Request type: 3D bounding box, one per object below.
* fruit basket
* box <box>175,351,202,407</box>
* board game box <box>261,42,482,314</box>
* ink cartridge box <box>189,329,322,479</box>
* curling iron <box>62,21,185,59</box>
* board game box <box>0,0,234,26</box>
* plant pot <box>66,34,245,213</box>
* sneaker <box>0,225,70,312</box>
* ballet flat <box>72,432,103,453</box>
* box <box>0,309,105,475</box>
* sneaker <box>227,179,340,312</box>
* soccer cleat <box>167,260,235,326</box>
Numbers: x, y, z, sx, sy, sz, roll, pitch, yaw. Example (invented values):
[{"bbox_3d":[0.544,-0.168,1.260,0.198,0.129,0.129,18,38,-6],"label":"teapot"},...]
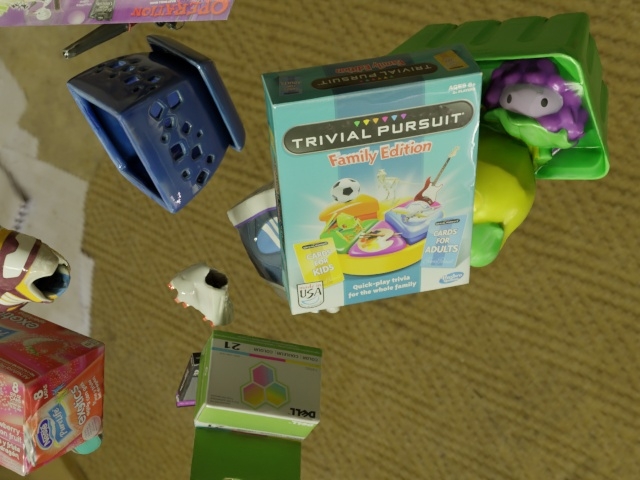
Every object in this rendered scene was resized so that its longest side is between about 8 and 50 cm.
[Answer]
[{"bbox_3d":[0.253,-0.160,1.516,0.391,0.392,0.283,5,139,36],"label":"fruit basket"},{"bbox_3d":[-0.185,0.244,1.705,0.162,0.116,0.029,119,144,-50],"label":"box"},{"bbox_3d":[0.068,-0.069,1.242,0.079,0.253,0.336,-108,11,-49],"label":"board game box"},{"bbox_3d":[-0.100,0.289,1.518,0.188,0.255,0.097,11,145,-14],"label":"ink cartridge box"},{"bbox_3d":[-0.318,-0.355,1.612,0.035,0.274,0.068,15,125,33],"label":"curling iron"},{"bbox_3d":[-0.284,-0.313,1.029,0.208,0.346,0.056,56,139,31],"label":"board game box"},{"bbox_3d":[-0.284,-0.227,1.755,0.236,0.212,0.236,33,157,46],"label":"plant pot"},{"bbox_3d":[-0.300,0.043,0.997,0.083,0.070,0.185,21,163,-2],"label":"sneaker"},{"bbox_3d":[-0.387,0.248,1.446,0.068,0.072,0.213,54,166,38],"label":"ballet flat"},{"bbox_3d":[-0.388,0.156,1.135,0.256,0.128,0.123,17,113,28],"label":"box"},{"bbox_3d":[-0.001,0.000,1.556,0.322,0.130,0.236,-21,104,52],"label":"sneaker"},{"bbox_3d":[-0.170,0.087,1.545,0.076,0.196,0.068,-34,65,6],"label":"soccer cleat"}]
